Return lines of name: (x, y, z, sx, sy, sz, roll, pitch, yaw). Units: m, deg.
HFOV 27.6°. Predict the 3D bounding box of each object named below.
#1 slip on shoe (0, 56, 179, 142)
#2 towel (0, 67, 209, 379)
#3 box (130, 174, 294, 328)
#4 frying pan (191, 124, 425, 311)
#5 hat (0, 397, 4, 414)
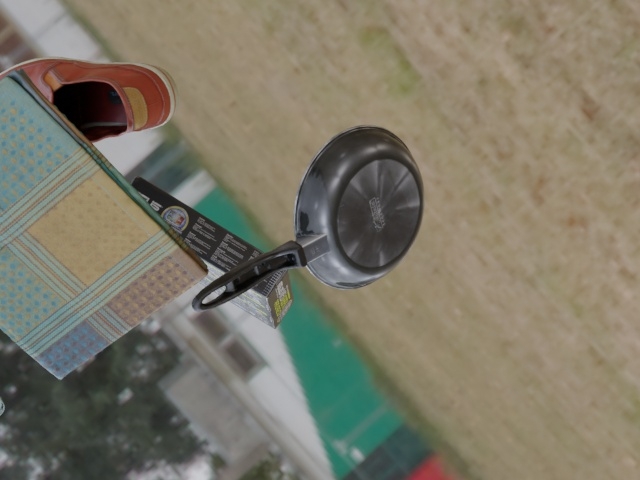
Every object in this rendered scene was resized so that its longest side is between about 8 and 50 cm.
slip on shoe: (-0.351, -0.185, 1.781, 0.331, 0.101, 0.123, 2, 113, 30)
towel: (-0.354, -0.010, 1.629, 0.370, 0.271, 0.040, 48, -164, -30)
box: (-0.171, 0.023, 1.989, 0.270, 0.060, 0.216, 31, 166, 10)
frying pan: (0.003, -0.029, 1.482, 0.053, 0.326, 0.197, 17, 109, 48)
hat: (-0.544, 0.291, 1.817, 0.208, 0.183, 0.173, 14, 149, -2)
